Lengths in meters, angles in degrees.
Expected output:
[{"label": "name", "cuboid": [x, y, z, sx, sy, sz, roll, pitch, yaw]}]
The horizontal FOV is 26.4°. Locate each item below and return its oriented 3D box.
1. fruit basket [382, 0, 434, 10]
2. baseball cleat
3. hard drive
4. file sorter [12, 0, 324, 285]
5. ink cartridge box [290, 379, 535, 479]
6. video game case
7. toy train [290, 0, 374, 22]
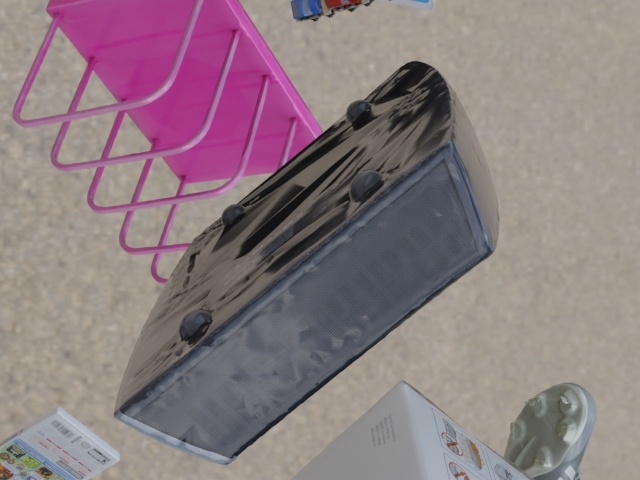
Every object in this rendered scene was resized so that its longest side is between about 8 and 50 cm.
[{"label": "fruit basket", "cuboid": [0.004, -0.474, 1.705, 0.165, 0.353, 0.327, -15, 118, -47]}, {"label": "baseball cleat", "cuboid": [0.209, 0.204, 1.226, 0.110, 0.072, 0.206, 4, 131, -31]}, {"label": "hard drive", "cuboid": [0.000, 0.000, 0.591, 0.054, 0.172, 0.254, 49, 9, -10]}, {"label": "file sorter", "cuboid": [-0.149, -0.105, 1.410, 0.290, 0.202, 0.182, 55, 39, -43]}, {"label": "ink cartridge box", "cuboid": [0.013, 0.280, 0.762, 0.130, 0.272, 0.309, 38, 21, -22]}, {"label": "video game case", "cuboid": [-0.267, 0.213, 1.311, 0.087, 0.122, 0.011, 45, 23, -32]}, {"label": "toy train", "cuboid": [0.024, -0.225, 1.261, 0.036, 0.158, 0.027, -17, 98, -40]}]
